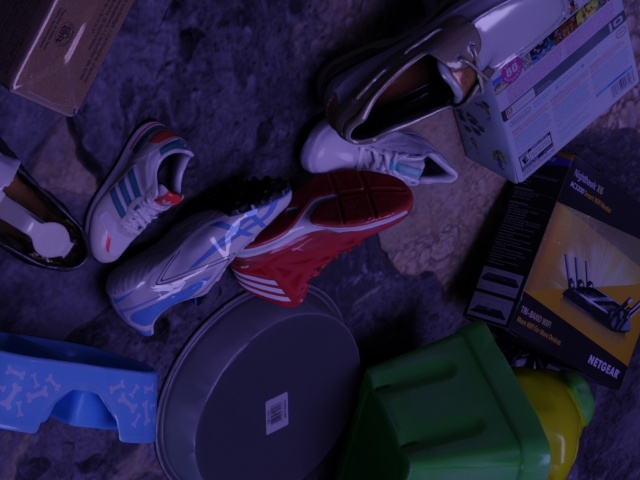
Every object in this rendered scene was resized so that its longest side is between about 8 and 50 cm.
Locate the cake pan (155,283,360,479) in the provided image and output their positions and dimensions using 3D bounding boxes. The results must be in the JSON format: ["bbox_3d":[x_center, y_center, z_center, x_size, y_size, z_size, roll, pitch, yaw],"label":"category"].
[{"bbox_3d":[-0.065,0.191,2.177,0.293,0.054,0.293,-23,128,-33],"label":"cake pan"}]

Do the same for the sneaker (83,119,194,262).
[{"bbox_3d":[-0.186,-0.043,1.901,0.057,0.075,0.161,24,95,-49],"label":"sneaker"}]

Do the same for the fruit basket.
[{"bbox_3d":[0.214,0.288,2.318,0.392,0.283,0.392,-12,135,-13],"label":"fruit basket"}]

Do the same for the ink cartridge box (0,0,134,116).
[{"bbox_3d":[-0.249,-0.255,1.622,0.088,0.193,0.234,23,97,-51],"label":"ink cartridge box"}]

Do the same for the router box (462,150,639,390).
[{"bbox_3d":[0.337,0.041,2.427,0.309,0.081,0.243,28,81,-49],"label":"router box"}]

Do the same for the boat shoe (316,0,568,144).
[{"bbox_3d":[0.145,-0.196,2.016,0.302,0.103,0.113,-29,130,9],"label":"boat shoe"}]

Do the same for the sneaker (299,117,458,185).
[{"bbox_3d":[0.074,-0.096,2.110,0.212,0.094,0.080,0,115,-44],"label":"sneaker"}]

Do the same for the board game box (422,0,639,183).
[{"bbox_3d":[0.253,-0.254,2.190,0.224,0.097,0.303,-40,136,-20],"label":"board game box"}]

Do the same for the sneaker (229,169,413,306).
[{"bbox_3d":[0.000,0.000,2.083,0.221,0.087,0.128,-11,140,-2],"label":"sneaker"}]

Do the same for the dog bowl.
[{"bbox_3d":[-0.287,0.143,1.857,0.297,0.166,0.074,12,93,-47],"label":"dog bowl"}]

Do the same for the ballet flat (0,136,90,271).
[{"bbox_3d":[-0.314,-0.049,1.757,0.095,0.096,0.280,-56,139,-2],"label":"ballet flat"}]

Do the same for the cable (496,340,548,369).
[{"bbox_3d":[0.255,0.203,2.501,0.184,0.047,0.150,-24,127,-35],"label":"cable"}]

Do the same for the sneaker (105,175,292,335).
[{"bbox_3d":[-0.126,0.012,1.983,0.237,0.085,0.086,-37,123,-15],"label":"sneaker"}]
